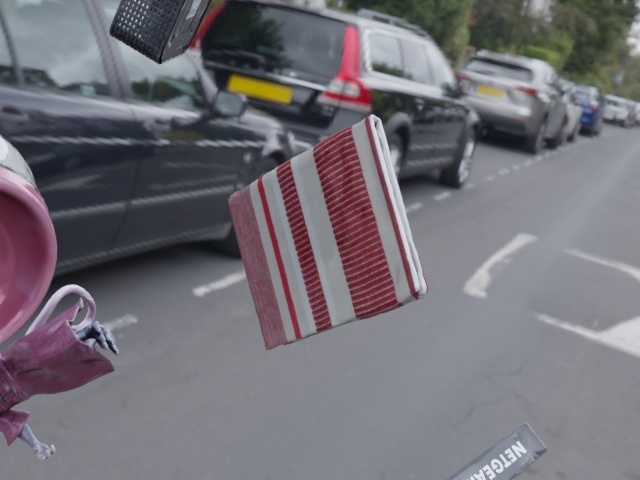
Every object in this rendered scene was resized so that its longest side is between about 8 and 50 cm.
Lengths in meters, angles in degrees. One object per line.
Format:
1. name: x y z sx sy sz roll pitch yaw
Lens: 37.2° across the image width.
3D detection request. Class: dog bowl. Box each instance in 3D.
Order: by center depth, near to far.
1. dog bowl: -0.590 0.023 1.453 0.408 0.408 0.150 0 28 -46

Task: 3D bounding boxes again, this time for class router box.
1. router box: 0.164 0.289 1.090 0.179 0.133 0.046 -21 66 -44

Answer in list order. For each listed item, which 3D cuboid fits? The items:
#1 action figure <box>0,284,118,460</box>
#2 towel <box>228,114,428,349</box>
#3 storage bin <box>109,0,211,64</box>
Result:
1. action figure: -0.555 0.232 1.680 0.370 0.248 0.276 -27 49 -8
2. towel: 0.000 0.000 1.260 0.037 0.237 0.329 -8 -11 -40
3. storage bin: -0.208 -0.350 1.330 0.084 0.180 0.122 30 24 2
